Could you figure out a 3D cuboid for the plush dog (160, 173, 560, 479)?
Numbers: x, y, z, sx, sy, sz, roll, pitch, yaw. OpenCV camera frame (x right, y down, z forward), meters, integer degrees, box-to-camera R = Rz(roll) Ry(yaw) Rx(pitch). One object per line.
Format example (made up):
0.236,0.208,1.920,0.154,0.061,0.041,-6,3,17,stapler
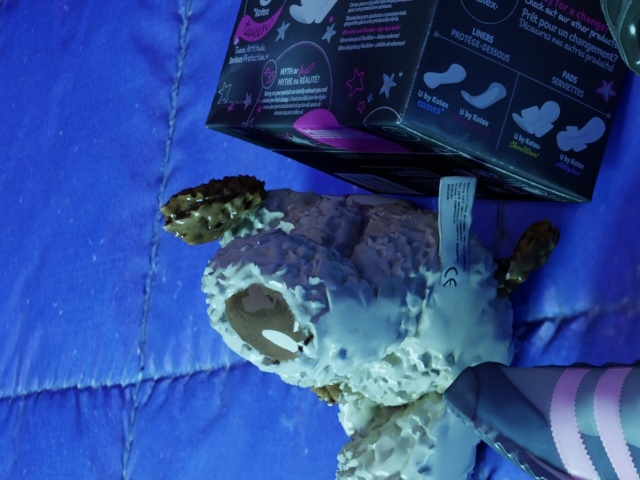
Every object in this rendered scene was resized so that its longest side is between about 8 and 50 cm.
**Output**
0.018,0.035,1.159,0.210,0.262,0.225,-47,38,-18,plush dog

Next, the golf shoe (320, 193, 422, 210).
0.000,0.000,1.290,0.186,0.086,0.068,-11,68,54,golf shoe

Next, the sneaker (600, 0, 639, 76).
0.252,-0.172,0.959,0.276,0.097,0.135,-33,50,50,sneaker

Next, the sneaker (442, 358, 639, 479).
0.194,0.103,0.949,0.319,0.112,0.131,24,80,55,sneaker

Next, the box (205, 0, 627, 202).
0.064,-0.116,1.164,0.247,0.163,0.142,6,78,58,box
